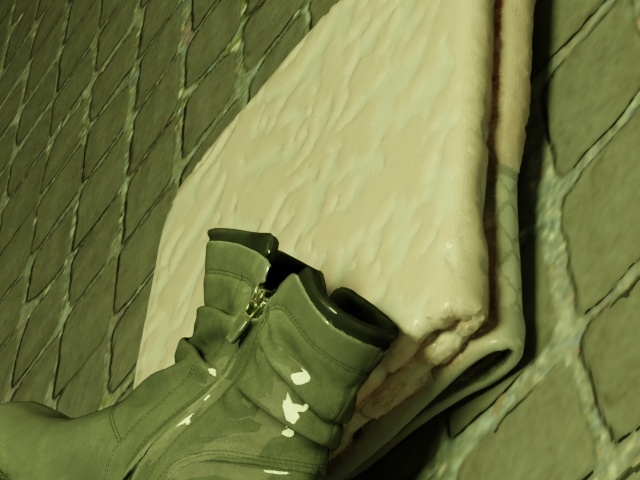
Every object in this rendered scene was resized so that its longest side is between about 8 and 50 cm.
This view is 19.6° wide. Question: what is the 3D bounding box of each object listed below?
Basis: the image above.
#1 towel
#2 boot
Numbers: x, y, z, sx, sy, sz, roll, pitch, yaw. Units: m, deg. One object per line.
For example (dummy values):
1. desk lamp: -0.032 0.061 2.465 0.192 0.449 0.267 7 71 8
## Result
1. towel: 0.000 0.000 0.945 0.332 0.053 0.317 -43 30 42
2. boot: -0.059 0.069 0.830 0.246 0.083 0.161 19 90 51
